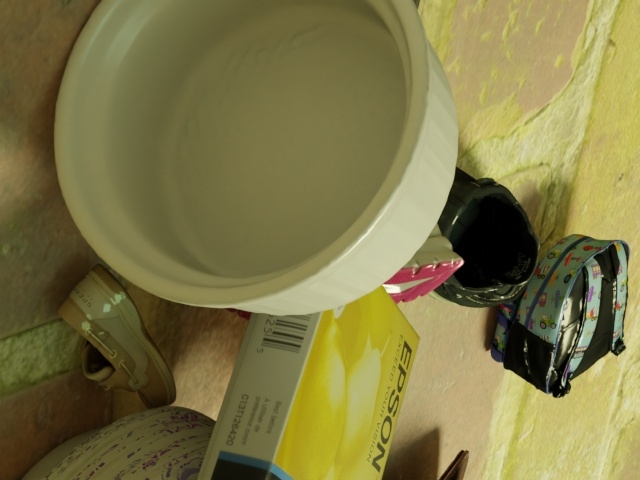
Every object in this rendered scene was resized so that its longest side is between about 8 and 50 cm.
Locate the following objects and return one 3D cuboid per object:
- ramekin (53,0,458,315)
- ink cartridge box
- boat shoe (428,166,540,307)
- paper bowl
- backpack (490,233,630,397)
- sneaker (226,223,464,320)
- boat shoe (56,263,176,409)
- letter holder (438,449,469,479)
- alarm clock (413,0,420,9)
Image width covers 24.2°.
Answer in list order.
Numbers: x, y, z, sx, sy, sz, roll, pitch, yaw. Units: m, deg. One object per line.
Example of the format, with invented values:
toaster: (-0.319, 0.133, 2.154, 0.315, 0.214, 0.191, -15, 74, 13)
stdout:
ramekin: (-0.036, -0.078, 1.055, 0.277, 0.277, 0.135, -61, 154, -2)
ink cartridge box: (0.002, 0.187, 1.219, 0.307, 0.072, 0.304, 49, 52, -56)
boat shoe: (0.165, 0.004, 1.517, 0.127, 0.113, 0.340, -56, 146, -9)
paper bowl: (-0.164, 0.269, 1.234, 0.284, 0.148, 0.284, -33, 137, -38)
backpack: (0.282, 0.069, 1.719, 0.158, 0.117, 0.173, -28, 135, -40)
sneaker: (0.000, 0.000, 1.319, 0.252, 0.111, 0.103, -4, 154, -34)
boat shoe: (-0.166, 0.088, 1.190, 0.059, 0.063, 0.170, -37, 139, -15)
letter holder: (0.160, 0.423, 1.718, 0.214, 0.152, 0.302, -45, 154, -52)
alarm clock: (0.021, -0.182, 1.235, 0.129, 0.064, 0.192, -26, 130, -42)
